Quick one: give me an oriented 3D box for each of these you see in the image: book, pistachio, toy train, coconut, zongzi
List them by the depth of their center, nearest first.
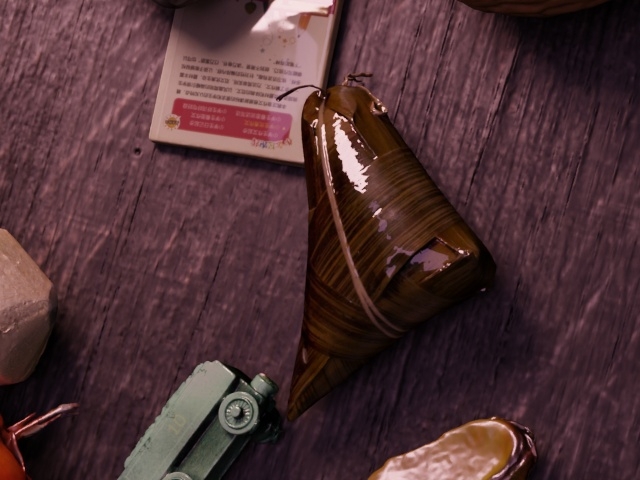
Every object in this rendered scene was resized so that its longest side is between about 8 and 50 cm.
[{"bbox_3d":[0.119,0.221,1.735,0.173,0.049,0.089,-26,55,11],"label":"pistachio"},{"bbox_3d":[0.000,0.000,1.768,0.241,0.111,0.248,-38,71,13],"label":"zongzi"},{"bbox_3d":[-0.110,0.184,1.787,0.099,0.070,0.172,37,92,25],"label":"toy train"},{"bbox_3d":[-0.319,0.068,1.814,0.152,0.147,0.147,-9,81,14],"label":"coconut"},{"bbox_3d":[-0.064,-0.193,1.846,0.162,0.022,0.232,9,85,17],"label":"book"}]

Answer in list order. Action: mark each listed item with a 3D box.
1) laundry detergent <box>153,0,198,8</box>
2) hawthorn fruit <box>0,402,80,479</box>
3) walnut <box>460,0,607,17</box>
[{"bbox_3d":[-0.186,-0.425,1.847,0.264,0.125,0.398,-47,70,2],"label":"laundry detergent"},{"bbox_3d":[-0.347,0.229,1.768,0.299,0.211,0.211,-36,76,-9],"label":"hawthorn fruit"},{"bbox_3d":[0.194,-0.303,1.705,0.261,0.225,0.225,-8,81,17],"label":"walnut"}]
